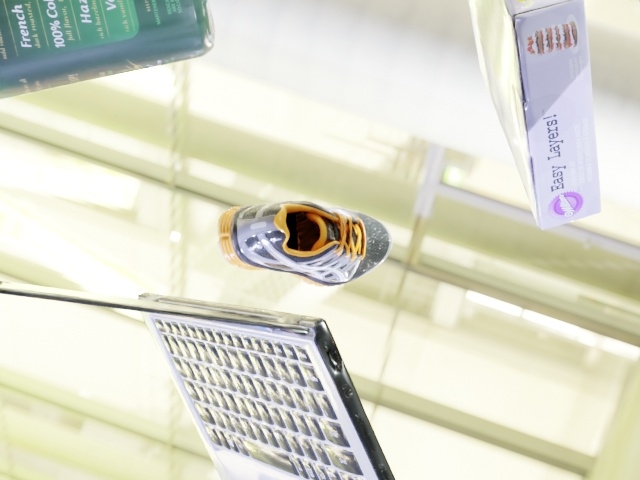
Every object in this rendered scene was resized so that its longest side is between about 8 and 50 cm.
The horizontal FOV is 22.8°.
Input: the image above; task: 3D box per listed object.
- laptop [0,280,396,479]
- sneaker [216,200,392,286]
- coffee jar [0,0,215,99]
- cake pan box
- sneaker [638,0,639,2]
[{"bbox_3d":[-0.145,0.148,1.194,0.236,0.408,0.382,-29,12,-21],"label":"laptop"},{"bbox_3d":[0.000,0.000,1.597,0.215,0.083,0.084,1,-102,-43],"label":"sneaker"},{"bbox_3d":[-0.142,-0.101,0.683,0.096,0.184,0.079,-123,20,-73],"label":"coffee jar"},{"bbox_3d":[0.185,-0.179,1.441,0.246,0.070,0.267,-100,-3,-46],"label":"cake pan box"},{"bbox_3d":[0.179,-0.148,0.813,0.192,0.086,0.064,-15,-97,-52],"label":"sneaker"}]
